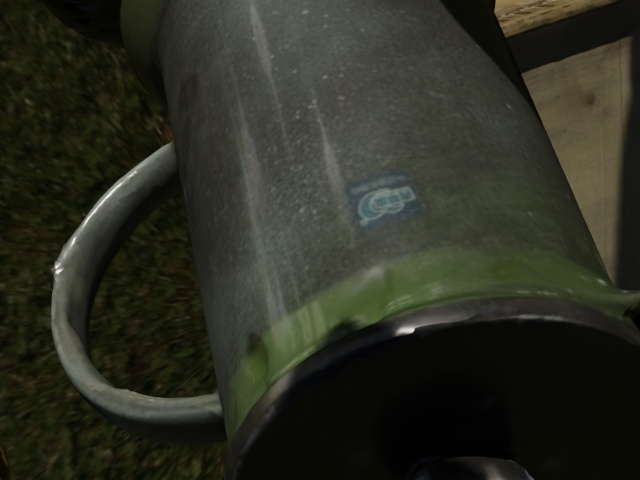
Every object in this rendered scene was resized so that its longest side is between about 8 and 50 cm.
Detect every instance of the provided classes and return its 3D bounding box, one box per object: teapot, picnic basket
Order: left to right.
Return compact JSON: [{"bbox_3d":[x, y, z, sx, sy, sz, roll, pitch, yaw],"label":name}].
[{"bbox_3d":[0.000,0.000,0.673,0.270,0.200,0.337,-23,47,8],"label":"teapot"},{"bbox_3d":[0.139,-0.028,1.053,0.228,0.175,0.313,-20,107,-22],"label":"picnic basket"}]

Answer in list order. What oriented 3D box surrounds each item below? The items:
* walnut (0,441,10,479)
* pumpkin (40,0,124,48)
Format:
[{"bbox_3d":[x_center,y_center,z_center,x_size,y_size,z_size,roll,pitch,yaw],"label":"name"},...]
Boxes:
[{"bbox_3d":[-0.396,0.227,1.152,0.313,0.277,0.252,-16,107,-2],"label":"walnut"},{"bbox_3d":[-0.123,-0.226,1.051,0.202,0.202,0.140,-11,57,-1],"label":"pumpkin"}]
